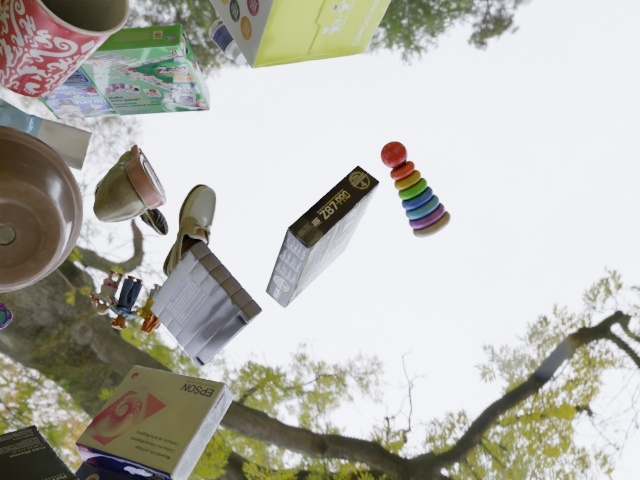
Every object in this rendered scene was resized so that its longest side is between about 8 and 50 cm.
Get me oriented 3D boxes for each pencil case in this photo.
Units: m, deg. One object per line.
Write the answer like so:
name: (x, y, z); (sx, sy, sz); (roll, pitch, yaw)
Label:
pencil case: (-0.863, 0.201, 1.523); (0.151, 0.064, 0.070); (-8, -113, 49)

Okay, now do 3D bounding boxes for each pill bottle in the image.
pill bottle: (-0.240, -0.531, 1.550); (0.067, 0.067, 0.120); (-35, -104, -16)

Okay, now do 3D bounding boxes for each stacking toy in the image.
stacking toy: (0.295, -0.175, 1.901); (0.141, 0.330, 0.141); (-31, -164, 9)

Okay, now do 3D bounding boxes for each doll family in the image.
doll family: (-0.569, 0.200, 1.780); (0.118, 0.263, 0.163); (-9, -118, 59)

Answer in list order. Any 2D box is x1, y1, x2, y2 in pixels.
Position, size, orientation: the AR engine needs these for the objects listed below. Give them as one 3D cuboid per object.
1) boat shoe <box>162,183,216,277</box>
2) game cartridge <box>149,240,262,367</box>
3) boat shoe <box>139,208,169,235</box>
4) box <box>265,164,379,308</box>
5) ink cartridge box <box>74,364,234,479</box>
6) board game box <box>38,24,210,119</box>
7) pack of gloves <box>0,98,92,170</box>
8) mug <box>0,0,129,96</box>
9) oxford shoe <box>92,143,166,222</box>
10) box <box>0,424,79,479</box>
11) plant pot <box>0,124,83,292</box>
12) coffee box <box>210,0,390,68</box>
boat shoe: (-0.368, -0.019, 1.712); (0.103, 0.113, 0.302); (12, -96, 53)
game cartridge: (-0.300, 0.168, 1.457); (0.068, 0.355, 0.230); (-33, -98, -42)
boat shoe: (-0.504, -0.074, 1.698); (0.049, 0.152, 0.056); (-15, -150, 27)
box: (0.000, 0.000, 1.703); (0.097, 0.395, 0.318); (39, -121, 9)
ink cartridge box: (-0.416, 0.462, 1.371); (0.324, 0.071, 0.330); (1, -138, 31)
board game box: (-0.388, -0.307, 1.086); (0.317, 0.213, 0.046); (-3, -109, 2)
pack of gloves: (-0.554, -0.153, 1.055); (0.046, 0.232, 0.195); (-2, -108, 55)
mug: (-0.313, -0.260, 0.667); (0.169, 0.113, 0.150); (-24, -110, 42)
oxford shoe: (-0.442, -0.124, 1.303); (0.146, 0.140, 0.397); (-30, -166, -8)
box: (-0.698, 0.551, 1.153); (0.343, 0.179, 0.312); (-8, -170, -39)
plant pot: (-0.465, -0.031, 0.841); (0.263, 0.263, 0.229); (-40, -150, -20)
coffee box: (-0.042, -0.646, 1.324); (0.338, 0.338, 0.334); (-17, -113, -31)
